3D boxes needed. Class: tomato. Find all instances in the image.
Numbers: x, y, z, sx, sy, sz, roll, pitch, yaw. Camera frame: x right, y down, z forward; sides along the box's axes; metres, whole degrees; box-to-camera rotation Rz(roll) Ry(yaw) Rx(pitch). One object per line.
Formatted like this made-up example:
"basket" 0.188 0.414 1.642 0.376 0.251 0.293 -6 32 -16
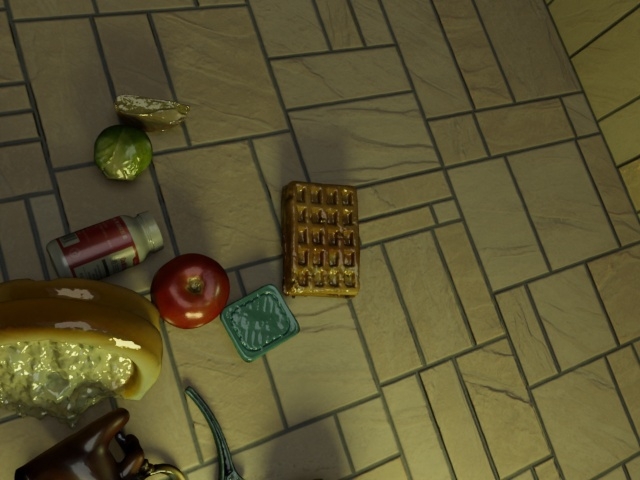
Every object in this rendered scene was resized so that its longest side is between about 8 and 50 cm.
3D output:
"tomato" -0.325 0.127 1.462 0.195 0.136 0.195 7 69 -17

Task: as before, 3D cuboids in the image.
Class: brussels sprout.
"brussels sprout" -0.507 -0.226 1.513 0.155 0.117 0.155 0 86 -3

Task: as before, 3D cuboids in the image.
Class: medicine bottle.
"medicine bottle" -0.520 0.020 1.424 0.250 0.131 0.131 -23 84 -25

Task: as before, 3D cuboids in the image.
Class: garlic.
"garlic" -0.456 -0.339 1.572 0.196 0.101 0.086 4 78 -23

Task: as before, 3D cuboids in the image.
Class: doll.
"doll" -0.446 0.539 1.246 0.339 0.209 0.318 47 43 0

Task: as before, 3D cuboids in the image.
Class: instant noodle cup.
"instant noodle cup" -0.164 0.217 1.537 0.179 0.070 0.157 -28 84 -25

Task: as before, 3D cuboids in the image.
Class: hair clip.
"hair clip" -0.263 0.484 1.440 0.083 0.048 0.275 -19 77 -23

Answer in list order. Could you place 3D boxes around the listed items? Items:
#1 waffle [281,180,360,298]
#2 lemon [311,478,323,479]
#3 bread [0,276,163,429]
"waffle" 0.000 0.000 1.652 0.224 0.098 0.327 4 72 -18
"lemon" 0.000 0.678 1.377 0.241 0.240 0.219 0 60 -21
"bread" -0.567 0.236 1.300 0.424 0.245 0.328 0 117 -12
